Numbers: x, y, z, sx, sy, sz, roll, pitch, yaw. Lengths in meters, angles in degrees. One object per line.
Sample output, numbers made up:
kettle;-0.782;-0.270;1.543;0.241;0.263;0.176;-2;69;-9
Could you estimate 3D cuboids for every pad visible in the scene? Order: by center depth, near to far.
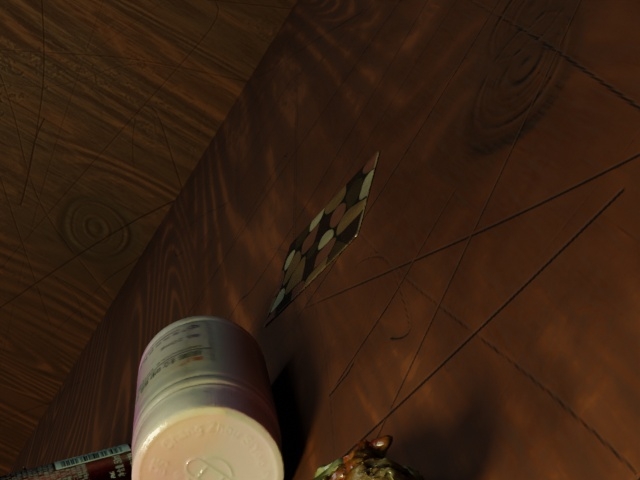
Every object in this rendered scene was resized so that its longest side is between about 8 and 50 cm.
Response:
pad;0.000;0.000;1.423;0.235;0.003;0.158;-46;20;44

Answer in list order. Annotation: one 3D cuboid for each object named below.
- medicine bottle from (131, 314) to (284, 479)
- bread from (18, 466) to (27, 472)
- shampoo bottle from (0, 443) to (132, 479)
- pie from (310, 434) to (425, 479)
medicine bottle;-0.121;0.190;1.159;0.152;0.152;0.254;-57;14;9
bread;-0.378;0.441;1.536;0.147;0.160;0.260;-64;20;9
shampoo bottle;-0.369;0.341;1.410;0.129;0.323;0.084;-140;41;-62
pie;-0.013;0.274;0.775;0.274;0.105;0.257;-61;0;-16
